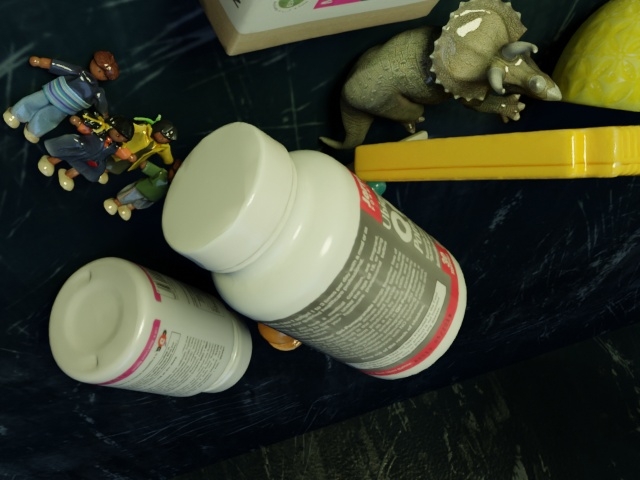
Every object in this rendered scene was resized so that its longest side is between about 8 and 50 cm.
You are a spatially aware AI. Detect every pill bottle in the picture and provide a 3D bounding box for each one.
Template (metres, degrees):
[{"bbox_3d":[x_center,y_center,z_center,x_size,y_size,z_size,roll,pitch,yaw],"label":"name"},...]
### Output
[{"bbox_3d":[0.001,0.017,0.693,0.176,0.176,0.318,-33,137,24],"label":"pill bottle"},{"bbox_3d":[-0.223,0.135,0.955,0.160,0.160,0.283,-27,153,15],"label":"pill bottle"}]

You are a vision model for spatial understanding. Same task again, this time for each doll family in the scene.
[{"bbox_3d":[-0.193,-0.096,0.628,0.111,0.076,0.193,-24,151,20],"label":"doll family"}]

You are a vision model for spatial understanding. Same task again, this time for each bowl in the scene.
[{"bbox_3d":[0.393,-0.209,0.693,0.289,0.289,0.156,-5,108,-29],"label":"bowl"}]

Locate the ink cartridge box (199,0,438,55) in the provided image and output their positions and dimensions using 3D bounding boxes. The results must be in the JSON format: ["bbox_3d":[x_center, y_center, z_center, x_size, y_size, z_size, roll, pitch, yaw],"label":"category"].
[{"bbox_3d":[0.036,-0.229,0.426,0.193,0.088,0.234,-21,171,-27],"label":"ink cartridge box"}]

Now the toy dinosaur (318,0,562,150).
[{"bbox_3d":[0.100,-0.166,0.676,0.313,0.121,0.160,0,173,42],"label":"toy dinosaur"}]

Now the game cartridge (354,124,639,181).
[{"bbox_3d":[0.245,-0.087,0.695,0.323,0.053,0.285,-9,-171,-36],"label":"game cartridge"}]

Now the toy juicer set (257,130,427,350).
[{"bbox_3d":[0.000,0.000,0.881,0.209,0.089,0.329,-9,127,-39],"label":"toy juicer set"}]
